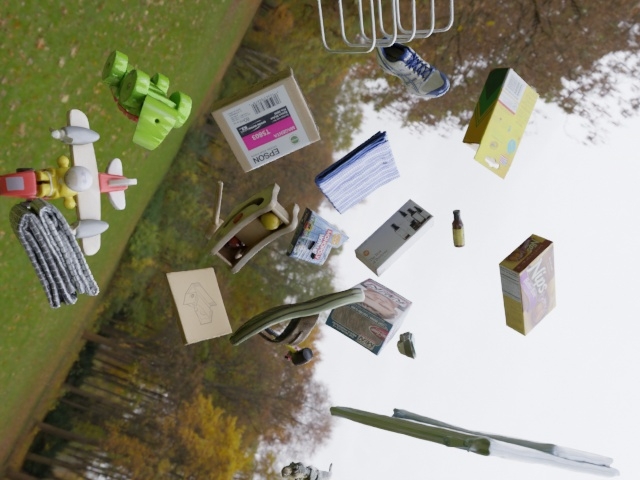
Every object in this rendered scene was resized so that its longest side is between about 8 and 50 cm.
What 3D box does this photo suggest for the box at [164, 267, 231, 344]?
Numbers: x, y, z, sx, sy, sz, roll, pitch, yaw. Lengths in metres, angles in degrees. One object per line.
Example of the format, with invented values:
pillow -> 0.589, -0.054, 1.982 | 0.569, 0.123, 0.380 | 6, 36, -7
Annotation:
box -> -0.342, 0.180, 1.433 | 0.021, 0.164, 0.201 | -26, -102, 34

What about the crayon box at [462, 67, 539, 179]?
crayon box -> 0.603, -0.391, 1.733 | 0.081, 0.202, 0.318 | 22, -90, 52

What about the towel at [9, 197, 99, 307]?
towel -> -0.738, 0.034, 1.392 | 0.121, 0.283, 0.235 | -28, -158, -30

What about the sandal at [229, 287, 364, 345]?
sandal -> -0.043, 0.174, 1.081 | 0.120, 0.303, 0.086 | 155, -80, -82

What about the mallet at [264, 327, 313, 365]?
mallet -> -0.098, 0.264, 1.360 | 0.062, 0.189, 0.039 | -28, -156, 41

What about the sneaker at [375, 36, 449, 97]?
sneaker -> 0.312, -0.600, 1.778 | 0.112, 0.296, 0.131 | -58, 167, 1

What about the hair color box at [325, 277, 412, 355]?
hair color box -> 0.157, 0.216, 1.536 | 0.105, 0.174, 0.347 | -64, 165, 12

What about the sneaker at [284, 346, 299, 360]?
sneaker -> -0.092, 0.396, 1.735 | 0.119, 0.057, 0.047 | 178, -99, -79

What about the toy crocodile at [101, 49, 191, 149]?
toy crocodile -> -0.344, -0.274, 0.977 | 0.105, 0.115, 0.340 | -58, -136, 12

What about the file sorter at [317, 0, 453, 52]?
file sorter -> 0.151, -0.548, 1.180 | 0.193, 0.278, 0.173 | 24, -49, 47

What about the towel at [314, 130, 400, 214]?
towel -> 0.123, -0.189, 1.541 | 0.243, 0.040, 0.336 | -34, 161, 5

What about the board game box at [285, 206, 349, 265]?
board game box -> 0.000, 0.000, 1.877 | 0.194, 0.194, 0.060 | -66, -149, 11

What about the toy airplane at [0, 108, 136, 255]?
toy airplane -> -0.825, -0.197, 1.764 | 0.272, 0.386, 0.384 | -2, -132, 55

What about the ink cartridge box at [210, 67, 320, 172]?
ink cartridge box -> -0.143, -0.318, 1.363 | 0.235, 0.193, 0.088 | -23, -148, 8

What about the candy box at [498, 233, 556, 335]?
candy box -> 0.422, 0.092, 1.035 | 0.109, 0.186, 0.053 | -36, -140, -19

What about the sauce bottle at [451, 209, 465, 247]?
sauce bottle -> 0.460, -0.040, 1.707 | 0.042, 0.042, 0.128 | -108, -173, -67

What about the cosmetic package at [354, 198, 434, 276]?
cosmetic package -> 0.219, -0.010, 1.517 | 0.239, 0.099, 0.060 | -43, 151, -12

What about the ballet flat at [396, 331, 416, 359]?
ballet flat -> 0.308, 0.382, 1.836 | 0.068, 0.072, 0.213 | -15, -178, 10

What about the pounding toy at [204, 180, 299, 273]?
pounding toy -> -0.187, -0.039, 1.111 | 0.270, 0.155, 0.154 | -25, -150, 39

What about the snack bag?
snack bag -> 0.225, 0.304, 0.801 | 0.323, 0.343, 0.037 | -10, -118, 53

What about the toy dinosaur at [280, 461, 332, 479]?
toy dinosaur -> -0.024, 0.641, 1.332 | 0.064, 0.268, 0.118 | 4, -111, 27
